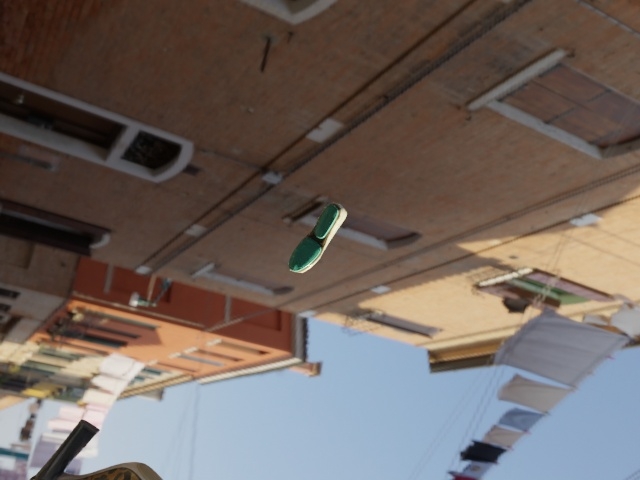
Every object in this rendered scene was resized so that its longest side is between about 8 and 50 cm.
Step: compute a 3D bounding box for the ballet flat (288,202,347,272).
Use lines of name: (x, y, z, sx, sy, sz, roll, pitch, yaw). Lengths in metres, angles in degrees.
ballet flat: (0.000, 0.000, 1.438, 0.057, 0.052, 0.168, 42, -78, 25)

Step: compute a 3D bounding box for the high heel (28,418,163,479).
high heel: (-0.366, 0.454, 1.205, 0.186, 0.261, 0.093, -53, 172, -10)
